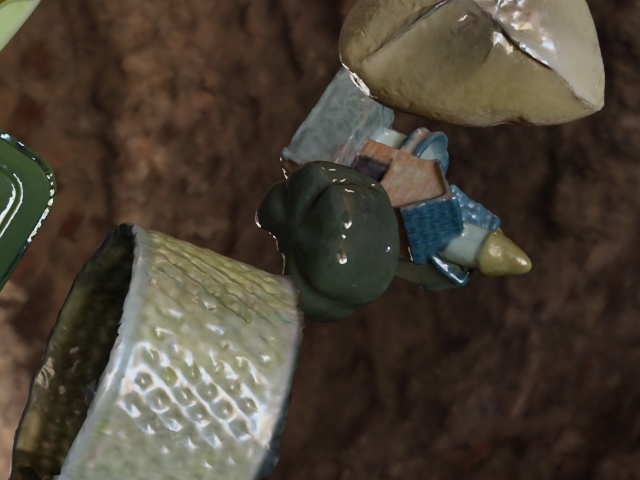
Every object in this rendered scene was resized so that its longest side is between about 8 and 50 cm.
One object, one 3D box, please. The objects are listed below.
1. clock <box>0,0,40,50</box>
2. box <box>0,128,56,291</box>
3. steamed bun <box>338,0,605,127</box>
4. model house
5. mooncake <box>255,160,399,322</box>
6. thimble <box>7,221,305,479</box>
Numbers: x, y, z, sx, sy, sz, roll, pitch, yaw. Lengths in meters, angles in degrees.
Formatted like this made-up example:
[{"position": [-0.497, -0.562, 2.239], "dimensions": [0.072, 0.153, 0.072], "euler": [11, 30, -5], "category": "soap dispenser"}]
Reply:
[{"position": [-0.356, -0.211, 1.537], "dimensions": [0.286, 0.117, 0.348], "euler": [-38, -155, 15], "category": "clock"}, {"position": [-0.479, -0.052, 1.847], "dimensions": [0.252, 0.329, 0.178], "euler": [-59, -158, -12], "category": "box"}, {"position": [0.122, -0.183, 1.499], "dimensions": [0.212, 0.231, 0.110], "euler": [-28, 174, 5], "category": "steamed bun"}, {"position": [0.147, -0.050, 2.255], "dimensions": [0.194, 0.325, 0.267], "euler": [-55, 153, -24], "category": "model house"}, {"position": [0.000, 0.000, 1.901], "dimensions": [0.175, 0.104, 0.168], "euler": [33, -72, 44], "category": "mooncake"}, {"position": [-0.136, 0.127, 1.410], "dimensions": [0.271, 0.150, 0.271], "euler": [-55, -157, 36], "category": "thimble"}]
